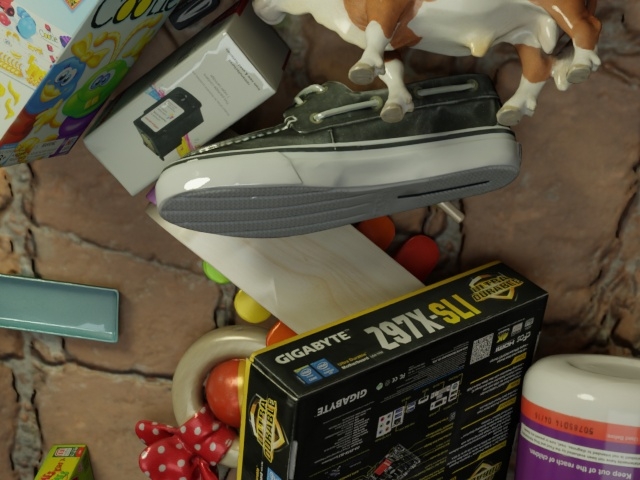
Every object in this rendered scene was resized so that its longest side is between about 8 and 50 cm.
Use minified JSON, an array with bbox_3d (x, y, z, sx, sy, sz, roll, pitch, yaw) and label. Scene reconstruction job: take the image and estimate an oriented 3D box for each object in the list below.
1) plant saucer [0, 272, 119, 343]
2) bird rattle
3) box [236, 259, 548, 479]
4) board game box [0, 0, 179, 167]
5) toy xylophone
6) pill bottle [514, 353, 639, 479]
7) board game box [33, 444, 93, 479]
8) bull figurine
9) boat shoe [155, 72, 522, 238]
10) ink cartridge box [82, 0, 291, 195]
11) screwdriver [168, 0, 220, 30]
[{"bbox_3d":[-0.312,0.068,1.222,0.192,0.018,0.067,7,115,2],"label":"plant saucer"},{"bbox_3d":[-0.085,0.190,1.224,0.253,0.143,0.207,1,104,20],"label":"bird rattle"},{"bbox_3d":[0.069,0.181,1.083,0.322,0.079,0.257,-18,129,-35],"label":"box"},{"bbox_3d":[-0.234,-0.215,0.992,0.144,0.142,0.275,46,113,8],"label":"board game box"},{"bbox_3d":[0.000,0.000,1.108,0.236,0.081,0.323,-43,99,-4],"label":"toy xylophone"},{"bbox_3d":[0.275,0.281,1.092,0.181,0.181,0.323,5,95,4],"label":"pill bottle"},{"bbox_3d":[-0.288,0.338,1.304,0.043,0.092,0.181,-2,115,8],"label":"board game box"},{"bbox_3d":[0.094,-0.197,0.975,0.310,0.189,0.101,-3,150,0],"label":"bull figurine"},{"bbox_3d":[0.013,-0.083,1.021,0.335,0.119,0.121,-7,159,-14],"label":"boat shoe"},{"bbox_3d":[-0.122,-0.135,1.046,0.175,0.127,0.072,-34,109,20],"label":"ink cartridge box"},{"bbox_3d":[-0.071,-0.250,1.052,0.170,0.025,0.024,-32,107,10],"label":"screwdriver"}]
